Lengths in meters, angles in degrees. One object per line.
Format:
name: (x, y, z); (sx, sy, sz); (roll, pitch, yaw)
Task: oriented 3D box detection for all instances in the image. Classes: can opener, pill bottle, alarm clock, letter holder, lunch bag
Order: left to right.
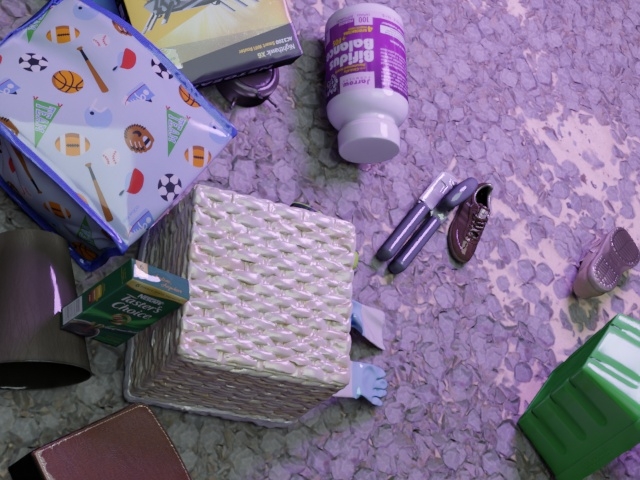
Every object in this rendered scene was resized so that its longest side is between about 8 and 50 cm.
lunch bag: (-0.402, -0.196, 1.752); (0.385, 0.239, 0.328); (46, 58, -14)
letter holder: (-0.311, 0.432, 1.601); (0.214, 0.152, 0.302); (-23, 83, -35)
alarm clock: (-0.152, -0.354, 2.054); (0.129, 0.064, 0.192); (-7, 71, -30)
pill bottle: (0.094, -0.318, 2.106); (0.169, 0.169, 0.302); (9, 66, -25)
can opener: (0.219, -0.048, 2.120); (0.074, 0.093, 0.280); (46, 61, -6)

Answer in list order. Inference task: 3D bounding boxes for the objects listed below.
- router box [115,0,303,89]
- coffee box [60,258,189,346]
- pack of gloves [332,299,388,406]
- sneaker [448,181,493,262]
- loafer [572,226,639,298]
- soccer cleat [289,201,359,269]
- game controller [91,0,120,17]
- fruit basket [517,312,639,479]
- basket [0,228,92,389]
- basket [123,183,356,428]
router box: (-0.216, -0.422, 1.948); (0.308, 0.081, 0.243); (-19, 92, -19)
coffee box: (-0.300, 0.098, 1.572); (0.113, 0.184, 0.040); (27, 43, -41)
pack of gloves: (0.081, 0.201, 1.900); (0.232, 0.046, 0.195); (25, 57, -55)
sneaker: (0.322, -0.044, 2.180); (0.066, 0.071, 0.188); (25, 60, -18)
loafer: (0.635, 0.050, 2.305); (0.268, 0.092, 0.102); (-31, 89, -50)
soccer cleat: (0.000, 0.000, 1.996); (0.179, 0.060, 0.072); (45, 58, -9)
game controller: (-0.432, -0.496, 1.953); (0.319, 0.067, 0.166); (39, 57, -9)
fruit basket: (0.632, 0.355, 2.013); (0.392, 0.392, 0.283); (47, 56, -4)
basket: (-0.468, 0.109, 1.645); (0.204, 0.154, 0.227); (1, 66, -13)
basket: (-0.130, 0.119, 1.756); (0.331, 0.266, 0.329); (15, 63, -25)
